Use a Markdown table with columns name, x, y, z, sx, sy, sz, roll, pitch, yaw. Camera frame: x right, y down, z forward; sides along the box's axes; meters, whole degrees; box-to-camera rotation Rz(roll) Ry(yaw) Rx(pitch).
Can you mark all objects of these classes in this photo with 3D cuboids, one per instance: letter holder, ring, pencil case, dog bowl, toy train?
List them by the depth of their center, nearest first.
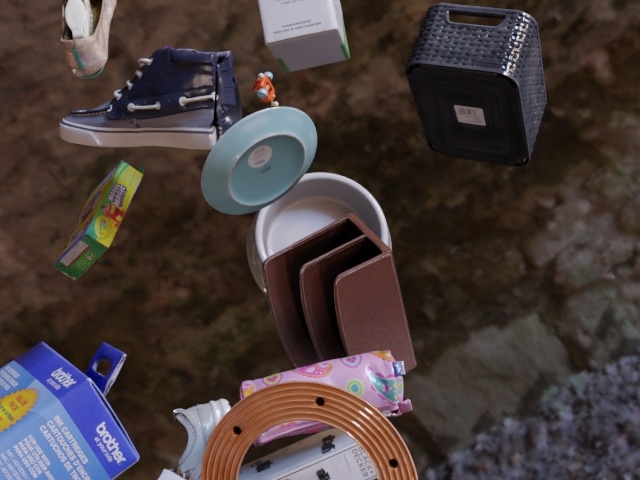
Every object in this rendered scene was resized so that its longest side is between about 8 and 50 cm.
| name | x | y | z | sx | sy | sz | roll | pitch | yaw |
| --- | --- | --- | --- | --- | --- | --- | --- | --- | --- |
| ring | -0.017 | 0.372 | 1.512 | 0.336 | 0.336 | 0.032 | -41 | -4 | 13 |
| pencil case | 0.007 | 0.269 | 1.722 | 0.284 | 0.124 | 0.124 | -11 | 6 | -1 |
| letter holder | 0.033 | 0.141 | 1.899 | 0.214 | 0.301 | 0.152 | -26 | 39 | -14 |
| toy train | -0.120 | -0.241 | 1.979 | 0.046 | 0.125 | 0.166 | -3 | 55 | 24 |
| dog bowl | 0.000 | 0.000 | 2.350 | 0.349 | 0.349 | 0.102 | -44 | -11 | -15 |

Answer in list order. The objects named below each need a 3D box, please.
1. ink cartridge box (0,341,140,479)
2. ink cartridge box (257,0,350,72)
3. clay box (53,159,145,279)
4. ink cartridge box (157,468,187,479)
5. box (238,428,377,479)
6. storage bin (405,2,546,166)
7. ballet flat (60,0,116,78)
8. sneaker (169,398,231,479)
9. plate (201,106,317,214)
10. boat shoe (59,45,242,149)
| name | x | y | z | sx | sy | sz | roll | pitch | yaw |
| --- | --- | --- | --- | --- | --- | --- | --- | --- | --- |
| ink cartridge box | -0.432 | 0.292 | 1.397 | 0.395 | 0.151 | 0.270 | -33 | 21 | -23 |
| ink cartridge box | -0.042 | -0.449 | 1.674 | 0.122 | 0.289 | 0.211 | -11 | -5 | 7 |
| clay box | -0.391 | -0.048 | 1.808 | 0.127 | 0.053 | 0.222 | -38 | 27 | 39 |
| ink cartridge box | -0.078 | 0.442 | 1.283 | 0.131 | 0.306 | 0.226 | -57 | -33 | -21 |
| box | -0.028 | 0.470 | 2.056 | 0.290 | 0.087 | 0.169 | -24 | 7 | -1 |
| storage bin | 0.175 | -0.167 | 1.112 | 0.180 | 0.122 | 0.084 | 60 | -134 | -59 |
| ballet flat | -0.452 | -0.452 | 1.943 | 0.108 | 0.106 | 0.316 | -15 | 52 | 4 |
| sneaker | -0.213 | 0.428 | 1.810 | 0.115 | 0.281 | 0.105 | -1 | -23 | -11 |
| plate | -0.080 | -0.105 | 1.424 | 0.188 | 0.024 | 0.188 | -24 | -37 | -20 |
| boat shoe | -0.277 | -0.234 | 1.638 | 0.341 | 0.158 | 0.127 | 4 | 14 | 22 |
